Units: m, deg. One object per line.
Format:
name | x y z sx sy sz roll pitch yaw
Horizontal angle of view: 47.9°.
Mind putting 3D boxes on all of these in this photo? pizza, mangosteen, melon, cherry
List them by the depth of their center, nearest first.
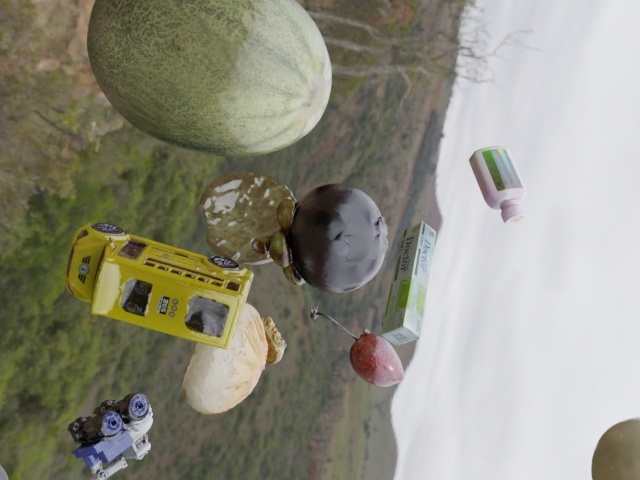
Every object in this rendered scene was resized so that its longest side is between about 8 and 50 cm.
melon | -0.140 -0.230 0.905 0.248 0.329 0.248 -47 150 -38
mangosteen | 0.000 0.000 1.243 0.194 0.231 0.194 -6 90 -77
cherry | 0.074 0.207 1.434 0.090 0.225 0.107 -51 164 7
pizza | -0.136 0.269 1.957 0.175 0.046 0.134 1 -79 65

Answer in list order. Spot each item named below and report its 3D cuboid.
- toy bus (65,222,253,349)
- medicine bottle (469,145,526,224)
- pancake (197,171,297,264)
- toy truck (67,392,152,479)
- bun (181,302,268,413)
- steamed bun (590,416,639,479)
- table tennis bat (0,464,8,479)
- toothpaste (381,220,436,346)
toy bus | -0.298 0.081 1.295 0.151 0.331 0.145 -90 -163 -73
medicine bottle | 0.495 -0.152 1.976 0.078 0.115 0.219 119 -41 -59
pancake | -0.148 -0.047 1.513 0.223 0.236 0.042 -27 150 -24
toy truck | -0.533 0.513 1.892 0.213 0.161 0.176 -30 96 -52
bun | -0.218 0.294 1.801 0.299 0.165 0.298 20 90 -88
steamed bun | 0.760 0.567 1.650 0.324 0.207 0.324 169 -90 -71
table tennis bat | -0.475 0.373 1.000 0.013 0.087 0.156 30 -57 51
toothpaste | 0.227 0.104 1.830 0.081 0.067 0.336 -28 -144 42
